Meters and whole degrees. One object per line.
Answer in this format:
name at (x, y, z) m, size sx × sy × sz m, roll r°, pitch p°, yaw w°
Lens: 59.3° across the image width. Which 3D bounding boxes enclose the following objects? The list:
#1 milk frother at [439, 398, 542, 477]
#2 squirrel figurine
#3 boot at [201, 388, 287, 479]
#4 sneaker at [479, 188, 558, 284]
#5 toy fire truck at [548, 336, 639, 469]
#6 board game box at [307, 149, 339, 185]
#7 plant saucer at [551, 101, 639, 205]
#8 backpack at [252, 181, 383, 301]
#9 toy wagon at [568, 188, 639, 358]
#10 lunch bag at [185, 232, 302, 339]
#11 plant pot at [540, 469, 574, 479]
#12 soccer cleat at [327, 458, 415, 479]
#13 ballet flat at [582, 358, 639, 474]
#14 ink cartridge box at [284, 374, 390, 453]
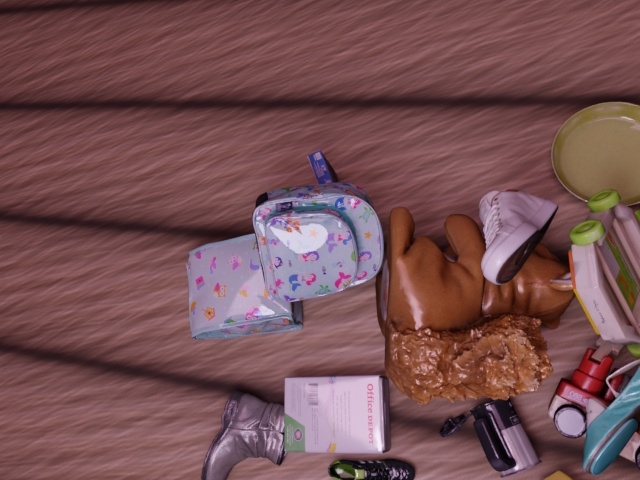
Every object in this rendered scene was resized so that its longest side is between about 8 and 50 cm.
milk frother at (0.325, 0.394, 1.097) m, size 0.143 × 0.129 × 0.134 m, roll -49°, pitch 55°, yaw 48°
squirrel figurine at (0.309, 0.140, 1.075) m, size 0.371 × 0.281 × 0.396 m, roll 3°, pitch 48°, yaw -1°
boot at (-0.156, 0.464, 1.237) m, size 0.161 × 0.083 × 0.246 m, roll 16°, pitch 81°, yaw 16°
sneaker at (0.315, -0.016, 0.982) m, size 0.123 × 0.290 × 0.105 m, roll 30°, pitch 123°, yaw 22°
toy fire truck at (0.566, 0.269, 1.033) m, size 0.217 × 0.158 × 0.246 m, roll 24°, pitch 93°, yaw 24°
board game box at (0.036, -0.095, 1.311) m, size 0.035 × 0.136 × 0.201 m, roll -24°, pitch 67°, yaw 10°
plant saucer at (0.620, -0.179, 1.196) m, size 0.241 × 0.037 × 0.240 m, roll -5°, pitch 73°, yaw 17°
backpack at (0.000, 0.000, 1.129) m, size 0.254 × 0.191 × 0.225 m, roll -9°, pitch 111°, yaw -4°
toy wagon at (0.570, 0.039, 1.050) m, size 0.068 × 0.344 × 0.267 m, roll -19°, pitch 107°, yaw 47°
lunch bag at (-0.185, 0.110, 1.310) m, size 0.263 × 0.160 × 0.223 m, roll -10°, pitch 72°, yaw 9°
plant pot at (0.446, 0.474, 1.033) m, size 0.082 × 0.081 × 0.083 m, roll -35°, pitch 54°, yaw 5°
soccer cleat at (0.102, 0.477, 1.147) m, size 0.179 × 0.072 × 0.060 m, roll -4°, pitch 73°, yaw 17°
ballet flat at (0.506, 0.279, 0.945) m, size 0.247 × 0.083 × 0.087 m, roll -46°, pitch 41°, yaw -1°
ink cartridge box at (0.038, 0.367, 1.192) m, size 0.213 × 0.093 × 0.154 m, roll -6°, pitch 73°, yaw 18°
